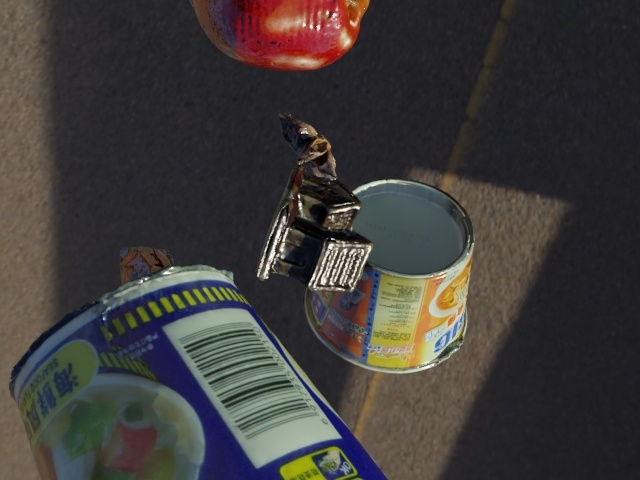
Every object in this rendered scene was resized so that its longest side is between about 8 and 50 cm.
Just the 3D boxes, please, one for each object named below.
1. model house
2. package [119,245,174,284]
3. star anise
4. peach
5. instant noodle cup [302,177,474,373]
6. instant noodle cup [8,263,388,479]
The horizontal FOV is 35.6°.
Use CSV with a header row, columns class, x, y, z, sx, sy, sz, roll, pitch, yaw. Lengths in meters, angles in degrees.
class,x,y,z,sx,sy,sz,roll,pitch,yaw
model house,0.002,-0.007,1.420,0.152,0.106,0.165,20,96,-6
package,-0.235,0.141,1.483,0.194,0.071,0.269,-3,108,47
star anise,-0.007,-0.127,1.501,0.056,0.124,0.129,-40,141,5
peach,-0.080,-0.325,1.399,0.267,0.158,0.154,14,174,10
instant noodle cup,0.121,0.045,1.663,0.296,0.296,0.214,13,136,6
instant noodle cup,-0.076,0.196,0.725,0.312,0.284,0.284,57,134,22
